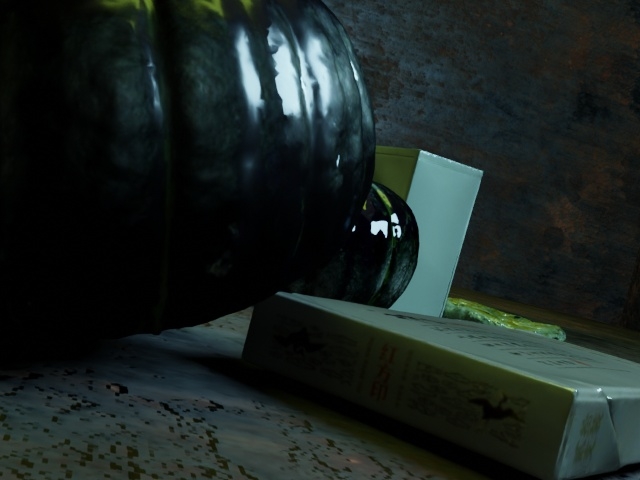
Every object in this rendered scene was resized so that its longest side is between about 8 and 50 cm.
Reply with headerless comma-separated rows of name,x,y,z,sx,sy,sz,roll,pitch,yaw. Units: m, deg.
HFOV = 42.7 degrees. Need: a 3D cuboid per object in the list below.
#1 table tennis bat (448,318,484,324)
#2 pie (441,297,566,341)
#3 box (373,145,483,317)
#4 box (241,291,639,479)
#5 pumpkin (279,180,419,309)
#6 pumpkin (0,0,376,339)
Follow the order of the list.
table tennis bat,0.059,0.075,0.716,0.131,0.022,0.234,-6,-13,34
pie,0.252,0.120,1.158,0.187,0.041,0.187,15,1,0
box,0.102,-0.013,1.184,0.117,0.224,0.225,15,2,-27
box,0.142,0.095,0.559,0.205,0.051,0.365,15,0,39
pumpkin,0.000,0.000,0.899,0.221,0.161,0.220,9,0,0
pumpkin,-0.111,-0.086,0.442,0.296,0.295,0.296,14,1,0
